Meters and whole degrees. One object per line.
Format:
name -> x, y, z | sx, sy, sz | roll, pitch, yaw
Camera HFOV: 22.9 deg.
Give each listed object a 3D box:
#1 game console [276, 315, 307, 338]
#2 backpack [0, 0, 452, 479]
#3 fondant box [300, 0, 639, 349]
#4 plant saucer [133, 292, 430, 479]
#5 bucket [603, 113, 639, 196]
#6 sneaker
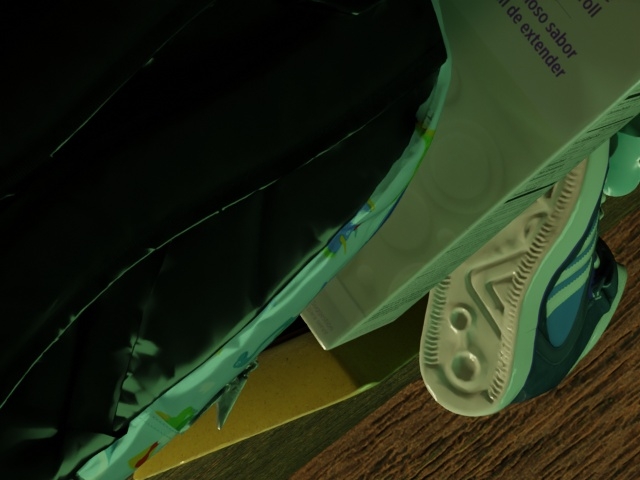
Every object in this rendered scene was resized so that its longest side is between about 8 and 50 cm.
game console -> 0.016, 0.059, 1.929 | 0.213, 0.044, 0.361 | -25, 180, 24
backpack -> -0.098, -0.054, 0.851 | 0.355, 0.290, 0.273 | -44, 173, 10
fondant box -> 0.060, -0.122, 0.994 | 0.330, 0.238, 0.096 | -43, 166, 32
plant saucer -> -0.029, 0.148, 1.845 | 0.332, 0.081, 0.333 | -24, -179, 26
bucket -> 0.192, -0.098, 1.543 | 0.281, 0.183, 0.281 | -33, 166, -9
sneaker -> 0.194, -0.015, 1.347 | 0.236, 0.130, 0.323 | -19, 125, -59
